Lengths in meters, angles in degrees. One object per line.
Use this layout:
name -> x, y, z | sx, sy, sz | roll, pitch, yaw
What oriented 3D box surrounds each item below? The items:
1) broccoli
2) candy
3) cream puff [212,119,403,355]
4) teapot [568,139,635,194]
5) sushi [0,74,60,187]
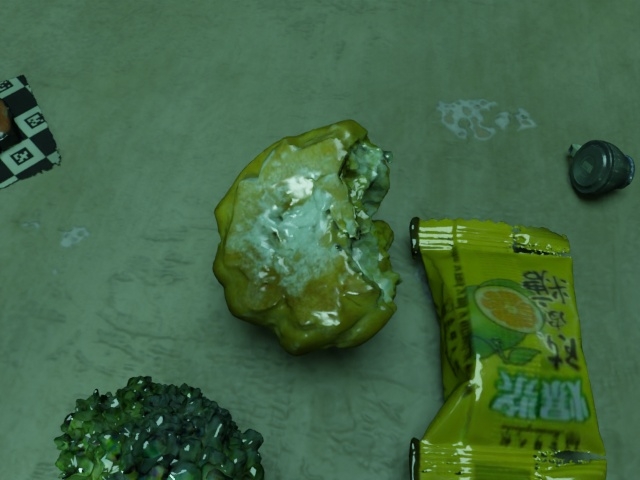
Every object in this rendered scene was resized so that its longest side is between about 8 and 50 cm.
broccoli -> -0.145, 0.254, 0.511 | 0.198, 0.177, 0.274 | 25, 87, -25
candy -> 0.177, 0.099, 0.627 | 0.187, 0.081, 0.297 | 5, 57, -1
cream puff -> -0.006, 0.001, 0.626 | 0.195, 0.195, 0.221 | 0, 84, -2
teapot -> 0.343, -0.092, 0.774 | 0.057, 0.066, 0.088 | 8, 32, -20
sushi -> -0.475, -0.114, 0.760 | 0.279, 0.043, 0.192 | -23, 61, -16
